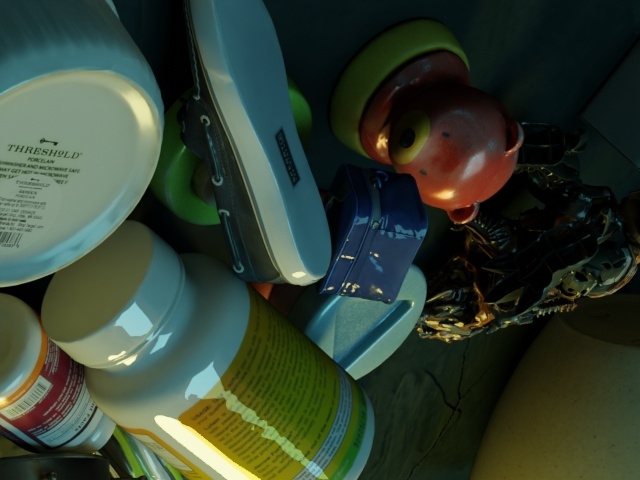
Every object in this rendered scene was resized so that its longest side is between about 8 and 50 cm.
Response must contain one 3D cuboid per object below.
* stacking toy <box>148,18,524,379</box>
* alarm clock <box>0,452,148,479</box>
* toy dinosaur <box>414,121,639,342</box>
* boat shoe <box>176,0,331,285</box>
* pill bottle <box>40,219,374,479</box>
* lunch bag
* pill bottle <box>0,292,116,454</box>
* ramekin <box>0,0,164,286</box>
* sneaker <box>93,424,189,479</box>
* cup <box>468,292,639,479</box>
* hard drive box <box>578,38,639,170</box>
[{"bbox_3d":[0.000,0.000,1.276,0.279,0.130,0.309,-10,135,-40],"label":"stacking toy"},{"bbox_3d":[-0.235,0.199,1.263,0.192,0.064,0.129,-12,165,32],"label":"alarm clock"},{"bbox_3d":[0.207,-0.010,1.452,0.322,0.164,0.218,-43,150,9],"label":"toy dinosaur"},{"bbox_3d":[-0.059,-0.073,1.135,0.080,0.076,0.228,-53,129,-56],"label":"boat shoe"},{"bbox_3d":[-0.081,0.094,1.213,0.136,0.136,0.246,-44,127,3],"label":"pill bottle"},{"bbox_3d":[0.029,-0.007,1.194,0.065,0.067,0.098,7,128,-18],"label":"lunch bag"},{"bbox_3d":[-0.208,0.103,1.220,0.086,0.086,0.152,-41,147,-2],"label":"pill bottle"},{"bbox_3d":[-0.192,-0.068,1.020,0.207,0.109,0.207,-28,145,-22],"label":"ramekin"},{"bbox_3d":[-0.091,0.207,1.415,0.121,0.111,0.300,-40,138,-14],"label":"sneaker"},{"bbox_3d":[0.311,0.189,1.693,0.331,0.331,0.237,-12,111,-38],"label":"cup"},{"bbox_3d":[0.370,-0.157,1.513,0.181,0.089,0.232,16,116,-52],"label":"hard drive box"}]
